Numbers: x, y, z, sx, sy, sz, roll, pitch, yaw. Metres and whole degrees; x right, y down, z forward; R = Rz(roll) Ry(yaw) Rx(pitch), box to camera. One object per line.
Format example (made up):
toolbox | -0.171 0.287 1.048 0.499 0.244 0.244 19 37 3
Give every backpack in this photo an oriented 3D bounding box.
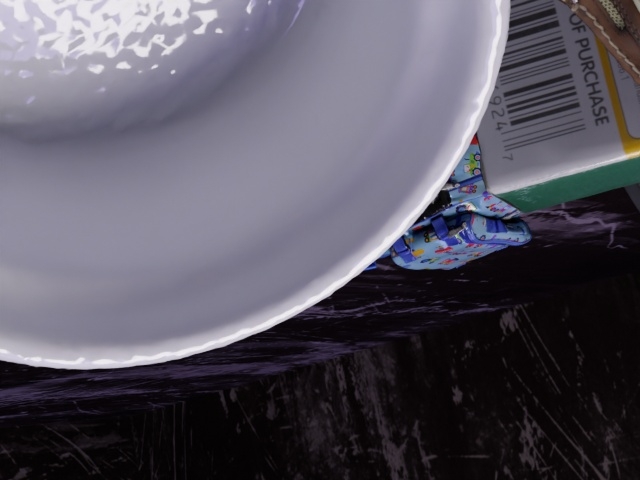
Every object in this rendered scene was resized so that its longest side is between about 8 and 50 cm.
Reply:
backpack | 0.154 -0.050 1.348 0.173 0.117 0.158 -21 167 27

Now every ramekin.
ramekin | -0.078 -0.096 0.549 0.277 0.135 0.277 -13 132 -14

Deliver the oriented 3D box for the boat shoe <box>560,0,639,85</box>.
boat shoe | 0.099 -0.147 0.584 0.095 0.257 0.095 -17 -154 40

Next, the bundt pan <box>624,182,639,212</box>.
bundt pan | 0.300 -0.134 0.855 0.331 0.124 0.331 -37 167 -10

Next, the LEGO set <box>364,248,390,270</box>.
LEGO set | 0.000 0.000 1.509 0.227 0.087 0.093 -12 168 8

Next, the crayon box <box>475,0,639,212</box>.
crayon box | 0.218 -0.153 0.669 0.323 0.203 0.083 -15 170 17
